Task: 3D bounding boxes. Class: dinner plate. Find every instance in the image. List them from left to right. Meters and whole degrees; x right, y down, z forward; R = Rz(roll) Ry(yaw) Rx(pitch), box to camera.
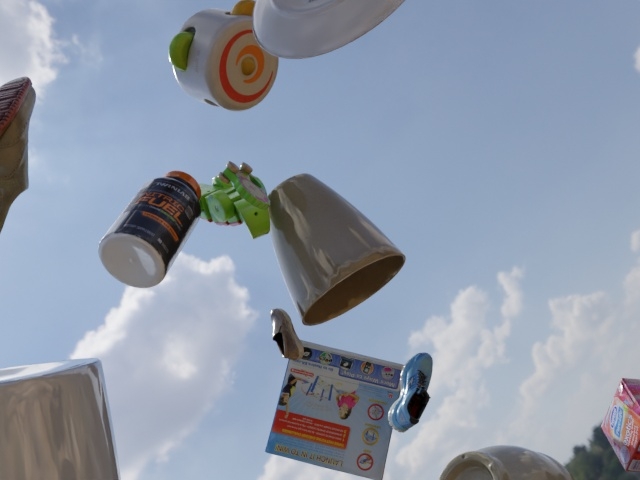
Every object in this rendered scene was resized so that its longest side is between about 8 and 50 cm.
[{"bbox_3d":[0.010,-0.177,0.454,0.141,0.141,0.017,-44,-44,7],"label":"dinner plate"}]

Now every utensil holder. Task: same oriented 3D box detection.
[{"bbox_3d":[-0.400,0.359,0.871,0.328,0.385,0.327,-8,-4,-1],"label":"utensil holder"}]

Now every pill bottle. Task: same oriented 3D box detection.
[{"bbox_3d":[-0.308,-0.034,1.340,0.245,0.131,0.130,-70,4,-50],"label":"pill bottle"}]

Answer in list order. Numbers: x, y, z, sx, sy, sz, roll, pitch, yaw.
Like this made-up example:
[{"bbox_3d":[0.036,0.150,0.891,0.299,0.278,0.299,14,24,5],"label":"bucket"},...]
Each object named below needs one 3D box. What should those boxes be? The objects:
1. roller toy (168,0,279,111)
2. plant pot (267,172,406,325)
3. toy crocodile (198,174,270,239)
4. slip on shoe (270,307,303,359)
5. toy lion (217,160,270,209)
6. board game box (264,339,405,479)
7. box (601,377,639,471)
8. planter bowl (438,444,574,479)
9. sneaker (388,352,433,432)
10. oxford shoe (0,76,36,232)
[{"bbox_3d":[-0.184,-0.364,1.431,0.209,0.146,0.191,-46,-42,-23],"label":"roller toy"},{"bbox_3d":[0.000,0.000,1.520,0.257,0.274,0.256,-30,-20,-12],"label":"plant pot"},{"bbox_3d":[-0.213,-0.077,1.554,0.115,0.341,0.105,-28,-67,-32],"label":"toy crocodile"},{"bbox_3d":[-0.079,0.190,1.442,0.041,0.135,0.051,-3,-46,-30],"label":"slip on shoe"},{"bbox_3d":[-0.119,-0.089,1.182,0.034,0.096,0.100,-48,-7,14],"label":"toy lion"},{"bbox_3d":[0.042,0.443,1.860,0.086,0.309,0.301,88,-164,-72],"label":"board game box"},{"bbox_3d":[0.682,0.349,1.319,0.257,0.122,0.128,5,-62,-6],"label":"box"},{"bbox_3d":[0.201,0.307,0.820,0.109,0.162,0.162,32,-72,-29],"label":"planter bowl"},{"bbox_3d":[0.187,0.285,1.338,0.073,0.063,0.162,-34,29,55],"label":"sneaker"},{"bbox_3d":[-0.602,-0.154,1.323,0.123,0.348,0.130,-5,-34,26],"label":"oxford shoe"}]
